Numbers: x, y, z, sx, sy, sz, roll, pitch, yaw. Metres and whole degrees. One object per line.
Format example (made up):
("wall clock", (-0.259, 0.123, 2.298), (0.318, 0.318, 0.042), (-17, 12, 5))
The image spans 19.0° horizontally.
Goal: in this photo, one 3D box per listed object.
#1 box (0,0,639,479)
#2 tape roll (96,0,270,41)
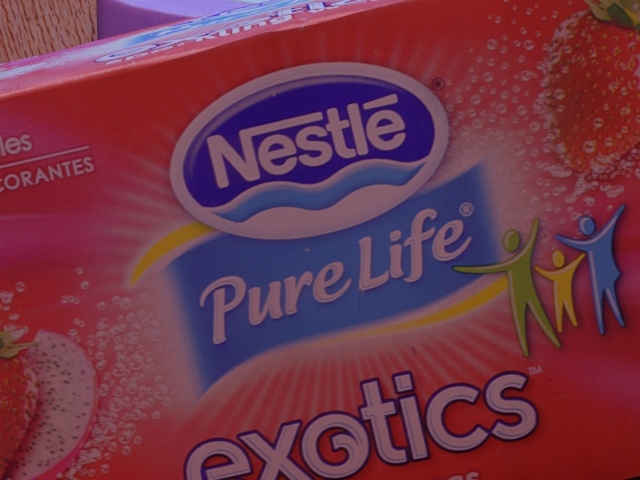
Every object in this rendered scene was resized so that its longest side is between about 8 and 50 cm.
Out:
("box", (0.000, 0.000, 0.570), (0.300, 0.142, 0.154), (-13, 10, 2))
("tape roll", (0.030, -0.080, 0.924), (0.275, 0.090, 0.275), (0, 14, 0))
